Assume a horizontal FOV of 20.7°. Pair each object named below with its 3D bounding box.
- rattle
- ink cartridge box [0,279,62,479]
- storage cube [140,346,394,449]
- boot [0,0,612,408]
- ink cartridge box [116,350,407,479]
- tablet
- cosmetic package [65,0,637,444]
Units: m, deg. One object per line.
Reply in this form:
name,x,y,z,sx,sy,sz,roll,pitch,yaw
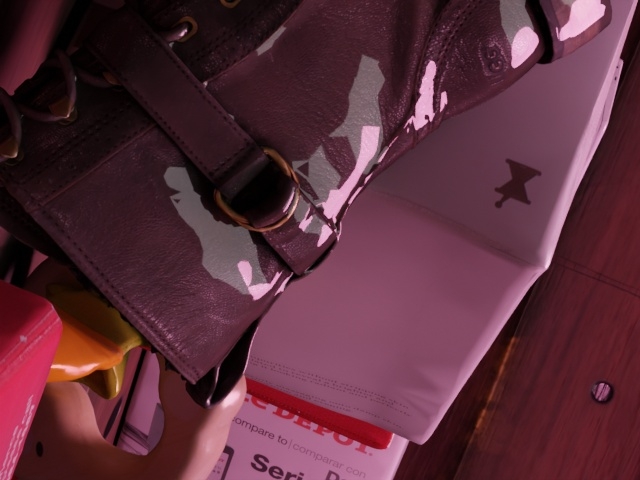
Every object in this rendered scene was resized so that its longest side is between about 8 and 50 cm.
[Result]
rattle,-0.135,0.092,0.773,0.200,0.130,0.143,-37,-176,35
ink cartridge box,-0.149,0.103,0.314,0.237,0.100,0.172,-58,171,-72
storage cube,0.000,0.000,1.182,0.183,0.193,0.215,-50,164,-79
boot,-0.035,-0.089,0.599,0.229,0.263,0.091,-38,-154,-6
ink cartridge box,-0.052,0.176,1.383,0.121,0.211,0.289,-60,171,-55
tablet,0.119,-0.039,0.805,0.054,0.006,0.083,-67,177,-47
cosmetic package,0.004,-0.035,0.876,0.385,0.217,0.156,108,4,-71
